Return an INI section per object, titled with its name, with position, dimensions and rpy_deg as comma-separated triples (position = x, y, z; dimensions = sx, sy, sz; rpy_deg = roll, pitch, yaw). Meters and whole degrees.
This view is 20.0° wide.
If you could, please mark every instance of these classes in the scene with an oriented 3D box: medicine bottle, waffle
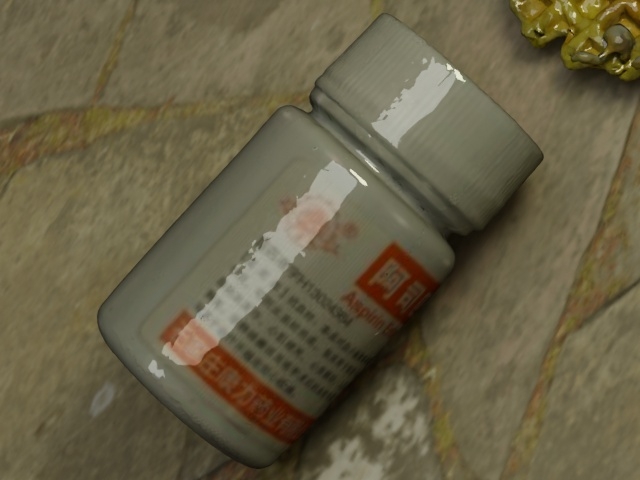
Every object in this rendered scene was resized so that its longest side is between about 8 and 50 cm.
[medicine bottle]
position = 0.000, 0.000, 1.574
dimensions = 0.371, 0.211, 0.211
rpy_deg = -47, 63, 2
[waffle]
position = 0.309, -0.264, 1.619
dimensions = 0.281, 0.060, 0.262
rpy_deg = 2, 71, 21
